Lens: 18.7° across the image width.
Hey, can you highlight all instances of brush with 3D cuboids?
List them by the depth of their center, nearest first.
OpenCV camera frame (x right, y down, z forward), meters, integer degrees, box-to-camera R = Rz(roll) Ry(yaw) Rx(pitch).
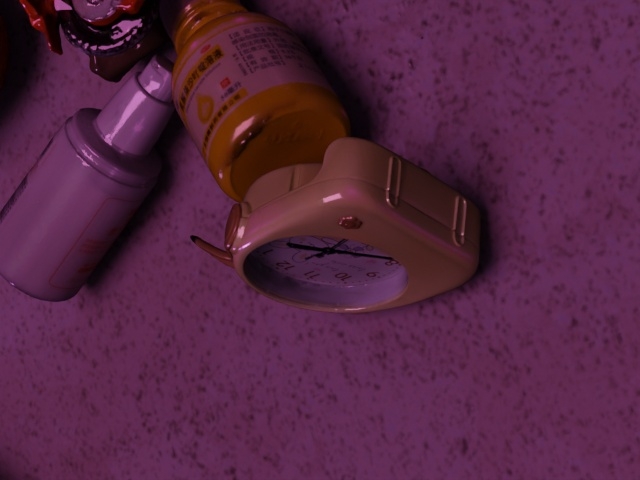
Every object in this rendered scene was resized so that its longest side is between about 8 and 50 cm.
[{"bbox_3d":[-0.215,-0.282,1.790,0.084,0.071,0.301,-31,63,16],"label":"brush"}]

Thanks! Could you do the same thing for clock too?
[{"bbox_3d":[0.000,0.000,1.566,0.232,0.170,0.069,-19,55,40],"label":"clock"}]

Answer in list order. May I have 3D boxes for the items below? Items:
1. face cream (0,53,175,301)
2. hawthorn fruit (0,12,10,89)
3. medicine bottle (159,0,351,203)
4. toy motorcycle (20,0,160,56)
[{"bbox_3d":[-0.198,-0.064,1.745,0.101,0.101,0.251,51,117,25],"label":"face cream"},{"bbox_3d":[-0.411,-0.153,1.850,0.210,0.210,0.262,38,123,30],"label":"hawthorn fruit"},{"bbox_3d":[-0.069,-0.138,1.638,0.122,0.122,0.212,-51,48,25],"label":"medicine bottle"},{"bbox_3d":[-0.144,-0.313,1.645,0.326,0.148,0.221,-42,70,6],"label":"toy motorcycle"}]
